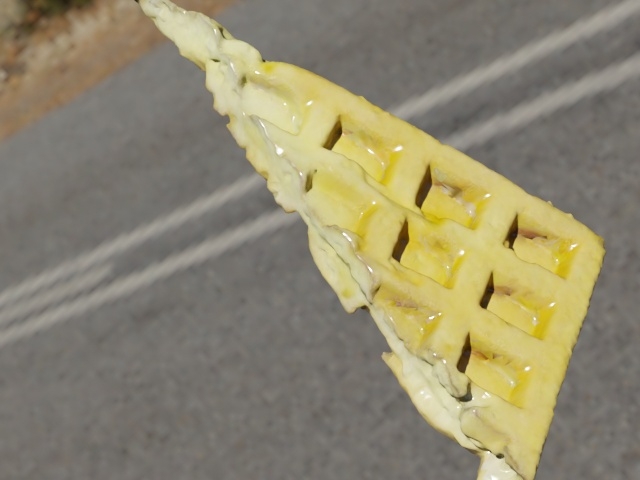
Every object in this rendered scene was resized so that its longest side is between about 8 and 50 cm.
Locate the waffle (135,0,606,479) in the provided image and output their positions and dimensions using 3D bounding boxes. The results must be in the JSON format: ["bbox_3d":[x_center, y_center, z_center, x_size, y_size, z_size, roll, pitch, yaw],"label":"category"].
[{"bbox_3d":[0.000,0.000,0.664,0.032,0.191,0.125,-54,10,54],"label":"waffle"}]
